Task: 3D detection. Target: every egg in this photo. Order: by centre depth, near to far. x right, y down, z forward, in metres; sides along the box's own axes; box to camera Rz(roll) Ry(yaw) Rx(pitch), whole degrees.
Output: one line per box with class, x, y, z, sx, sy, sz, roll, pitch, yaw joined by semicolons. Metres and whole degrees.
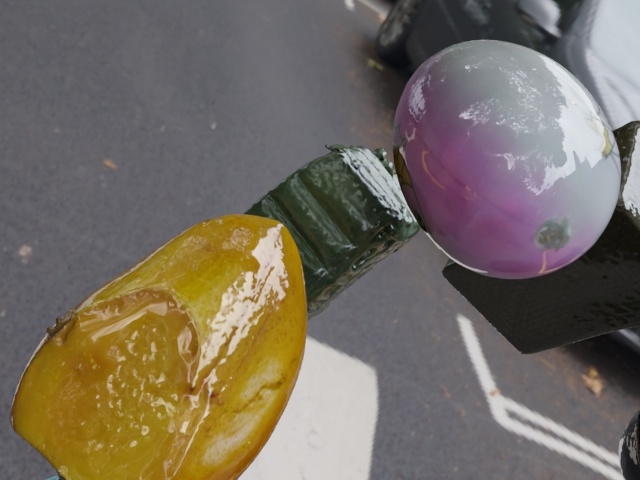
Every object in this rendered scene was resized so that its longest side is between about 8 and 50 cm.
egg;0.164;-0.082;0.894;0.196;0.196;0.271;27;28;-14

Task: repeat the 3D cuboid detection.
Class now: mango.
mango;-0.103;0.097;0.769;0.187;0.257;0.138;48;-10;-3

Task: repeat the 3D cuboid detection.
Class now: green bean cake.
green bean cake;0.000;0.000;1.066;0.125;0.222;0.227;50;13;8

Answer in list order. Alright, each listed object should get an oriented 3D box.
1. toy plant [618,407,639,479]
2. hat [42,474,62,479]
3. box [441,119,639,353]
toy plant;0.448;0.224;1.102;0.175;0.235;0.218;-31;81;-34
hat;-0.296;0.341;1.237;0.190;0.078;0.138;-12;20;0
box;0.309;0.008;1.158;0.184;0.273;0.143;42;50;-20
